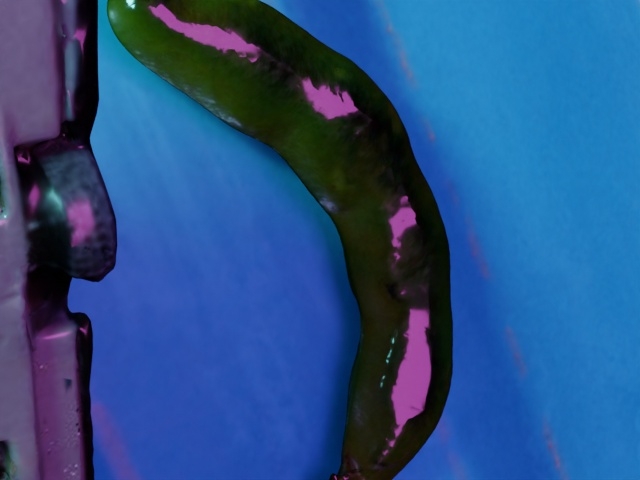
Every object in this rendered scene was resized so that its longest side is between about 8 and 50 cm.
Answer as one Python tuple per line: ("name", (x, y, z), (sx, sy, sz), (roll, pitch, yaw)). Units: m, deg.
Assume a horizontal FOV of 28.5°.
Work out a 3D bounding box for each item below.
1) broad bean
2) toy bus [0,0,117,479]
("broad bean", (0.000, 0.000, 0.600), (0.144, 0.049, 0.292), (-24, 104, -34))
("toy bus", (-0.132, 0.051, 0.391), (0.112, 0.138, 0.317), (-12, 120, -33))
